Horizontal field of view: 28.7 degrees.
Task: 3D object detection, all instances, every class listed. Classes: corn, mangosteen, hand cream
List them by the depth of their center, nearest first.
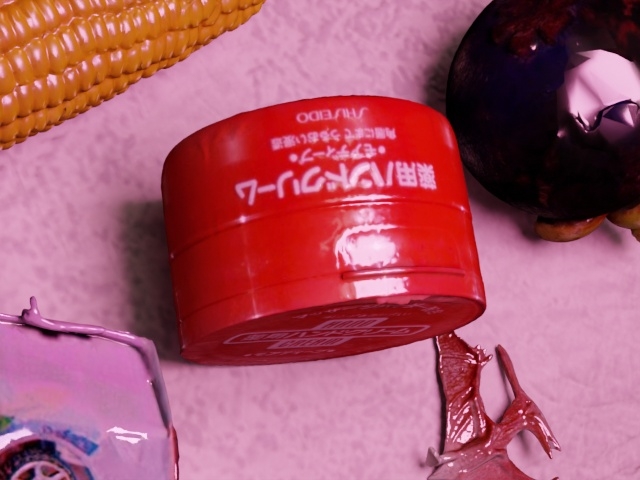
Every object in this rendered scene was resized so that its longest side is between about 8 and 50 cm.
[{"bbox_3d":[-0.172,-0.130,0.754,0.363,0.120,0.120,-34,92,-34],"label":"corn"},{"bbox_3d":[0.000,0.000,0.762,0.193,0.193,0.125,-2,73,-29],"label":"hand cream"},{"bbox_3d":[0.198,-0.090,0.915,0.230,0.194,0.194,49,55,-36],"label":"mangosteen"}]

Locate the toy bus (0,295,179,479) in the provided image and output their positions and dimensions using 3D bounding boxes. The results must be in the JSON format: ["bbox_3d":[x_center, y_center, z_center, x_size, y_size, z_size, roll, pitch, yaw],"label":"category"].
[{"bbox_3d":[-0.231,0.097,0.661,0.317,0.112,0.138,12,59,-26],"label":"toy bus"}]

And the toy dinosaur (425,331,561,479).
[{"bbox_3d":[0.118,0.138,0.877,0.108,0.032,0.220,-26,86,-29],"label":"toy dinosaur"}]
